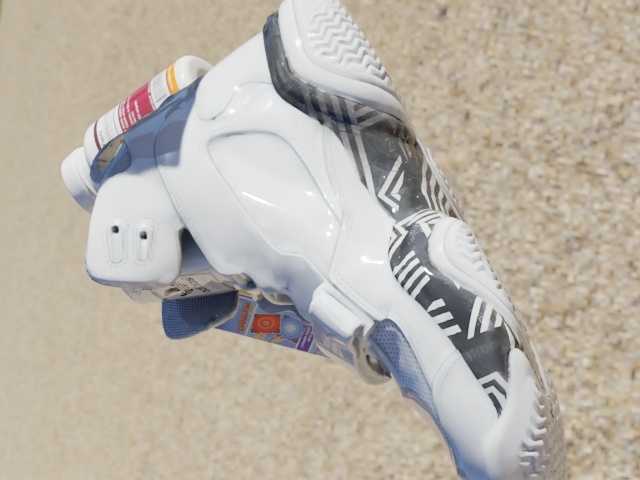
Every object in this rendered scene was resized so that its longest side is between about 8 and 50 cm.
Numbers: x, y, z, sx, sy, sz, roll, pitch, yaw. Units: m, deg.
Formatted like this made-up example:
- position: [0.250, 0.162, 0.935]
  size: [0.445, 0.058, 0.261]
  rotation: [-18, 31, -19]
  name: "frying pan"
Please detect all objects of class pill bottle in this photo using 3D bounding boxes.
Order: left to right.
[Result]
- position: [-0.146, -0.085, 1.191]
  size: [0.152, 0.086, 0.086]
  rotation: [-33, 39, 22]
  name: "pill bottle"

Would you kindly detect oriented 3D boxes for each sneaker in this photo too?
- position: [-0.007, 0.031, 0.834]
  size: [0.366, 0.210, 0.137]
  rotation: [64, -173, 28]
  name: "sneaker"

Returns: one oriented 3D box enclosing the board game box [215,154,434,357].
- position: [0.000, 0.000, 1.175]
  size: [0.035, 0.136, 0.201]
  rotation: [-101, 31, -63]
  name: "board game box"
